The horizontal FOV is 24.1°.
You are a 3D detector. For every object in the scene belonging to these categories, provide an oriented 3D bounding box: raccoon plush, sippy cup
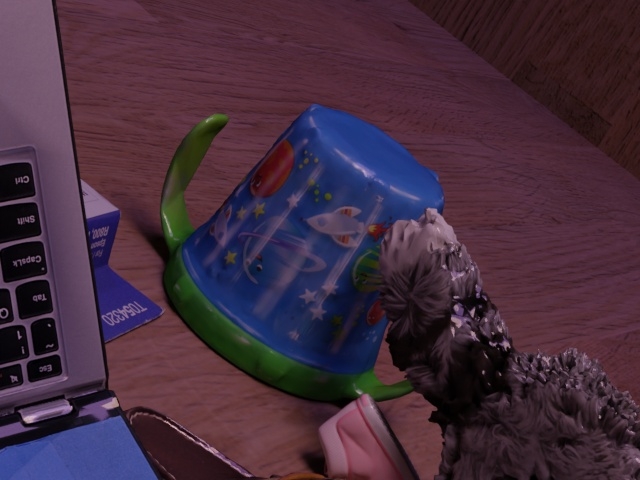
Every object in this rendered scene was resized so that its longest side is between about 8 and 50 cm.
[{"bbox_3d":[0.250,0.175,1.316,0.299,0.216,0.446,17,53,-48],"label":"raccoon plush"},{"bbox_3d":[0.000,0.000,1.468,0.305,0.224,0.240,27,21,-19],"label":"sippy cup"}]

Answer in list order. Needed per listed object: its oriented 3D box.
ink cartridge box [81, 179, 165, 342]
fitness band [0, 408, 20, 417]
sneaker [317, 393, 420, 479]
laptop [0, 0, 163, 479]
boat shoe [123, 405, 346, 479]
[{"bbox_3d":[-0.312,-0.026,1.277,0.330,0.071,0.324,35,19,10],"label":"ink cartridge box"},{"bbox_3d":[-0.267,0.145,0.819,0.291,0.054,0.209,27,53,-5],"label":"fitness band"},{"bbox_3d":[0.045,0.205,1.326,0.134,0.070,0.051,59,4,-16],"label":"sneaker"},{"bbox_3d":[-0.236,0.081,0.682,0.382,0.408,0.236,-13,12,-30],"label":"laptop"},{"bbox_3d":[-0.012,0.216,1.080,0.342,0.123,0.123,39,20,14],"label":"boat shoe"}]
